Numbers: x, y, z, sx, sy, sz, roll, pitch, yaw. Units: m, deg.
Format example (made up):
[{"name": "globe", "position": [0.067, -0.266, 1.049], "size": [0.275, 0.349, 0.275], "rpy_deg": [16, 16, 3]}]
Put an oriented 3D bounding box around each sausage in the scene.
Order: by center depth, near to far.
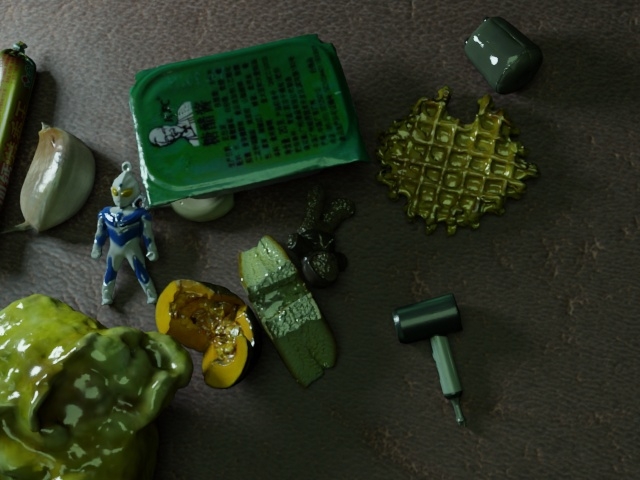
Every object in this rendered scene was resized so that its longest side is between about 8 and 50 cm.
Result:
[{"name": "sausage", "position": [-0.542, -0.162, 1.572], "size": [0.082, 0.082, 0.371], "rpy_deg": [8, 77, 10]}]

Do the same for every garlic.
[{"name": "garlic", "position": [-0.445, -0.087, 1.544], "size": [0.128, 0.090, 0.198], "rpy_deg": [17, 87, 27]}]

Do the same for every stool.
[{"name": "stool", "position": [0.284, -0.290, 1.467], "size": [0.096, 0.096, 0.110], "rpy_deg": [-39, 71, -2]}]

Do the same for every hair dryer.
[{"name": "hair dryer", "position": [0.179, 0.184, 1.400], "size": [0.100, 0.057, 0.197], "rpy_deg": [-17, 81, 6]}]

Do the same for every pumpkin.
[{"name": "pumpkin", "position": [-0.154, 0.137, 1.424], "size": [0.183, 0.107, 0.119], "rpy_deg": [47, 109, 22]}]

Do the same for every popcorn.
[{"name": "popcorn", "position": [-0.362, 0.268, 1.372], "size": [0.292, 0.293, 0.334], "rpy_deg": [11, 100, -21]}]

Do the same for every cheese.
[{"name": "cheese", "position": [-0.219, -0.079, 1.516], "size": [0.171, 0.047, 0.092], "rpy_deg": [8, 78, 11]}]

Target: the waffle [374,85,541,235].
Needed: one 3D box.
[{"name": "waffle", "position": [0.205, -0.126, 1.465], "size": [0.231, 0.051, 0.228], "rpy_deg": [-32, 78, 1]}]

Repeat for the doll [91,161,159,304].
[{"name": "doll", "position": [-0.314, -0.011, 1.491], "size": [0.114, 0.057, 0.227], "rpy_deg": [-1, 92, 13]}]

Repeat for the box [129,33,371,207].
[{"name": "box", "position": [-0.114, -0.169, 1.463], "size": [0.337, 0.106, 0.264], "rpy_deg": [-13, 59, -3]}]

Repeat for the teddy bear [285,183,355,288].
[{"name": "teddy bear", "position": [-0.006, 0.000, 1.450], "size": [0.078, 0.119, 0.160], "rpy_deg": [-21, 53, 42]}]

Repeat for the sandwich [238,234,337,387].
[{"name": "sandwich", "position": [-0.054, 0.098, 1.430], "size": [0.090, 0.088, 0.244], "rpy_deg": [-29, 74, -2]}]
